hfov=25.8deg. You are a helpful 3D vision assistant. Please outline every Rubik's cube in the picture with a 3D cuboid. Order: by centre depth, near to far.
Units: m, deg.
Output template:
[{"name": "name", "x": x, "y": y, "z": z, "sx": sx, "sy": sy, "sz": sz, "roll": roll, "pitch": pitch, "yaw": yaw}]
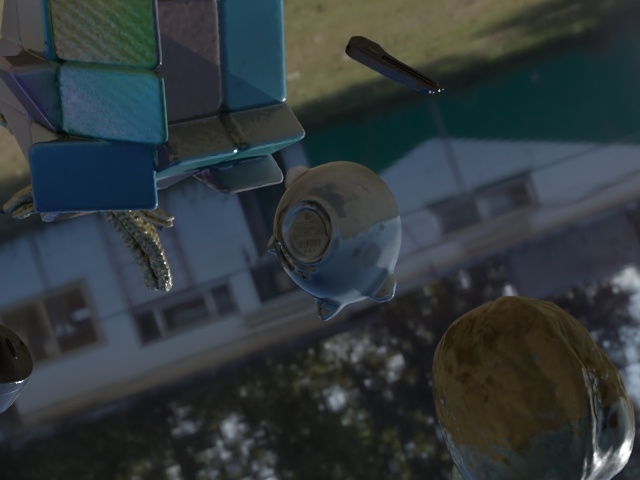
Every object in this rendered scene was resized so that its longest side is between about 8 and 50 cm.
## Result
[{"name": "Rubik's cube", "x": -0.221, "y": -0.214, "z": 1.727, "sx": 0.358, "sy": 0.368, "sz": 0.387, "roll": -16, "pitch": 148, "yaw": -28}]

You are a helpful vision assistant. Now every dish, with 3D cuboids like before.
[{"name": "dish", "x": 0.000, "y": 0.000, "z": 1.945, "sx": 0.236, "sy": 0.227, "sz": 0.086, "roll": 27, "pitch": -165, "yaw": 33}]

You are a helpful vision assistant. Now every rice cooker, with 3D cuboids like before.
[{"name": "rice cooker", "x": -0.427, "y": 0.158, "z": 1.667, "sx": 0.165, "sy": 0.112, "sz": 0.106, "roll": -7, "pitch": 144, "yaw": -39}]

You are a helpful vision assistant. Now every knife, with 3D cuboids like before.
[{"name": "knife", "x": 0.074, "y": -0.175, "z": 1.414, "sx": 0.031, "sy": 0.121, "sz": 0.018, "roll": -27, "pitch": 142, "yaw": -49}]

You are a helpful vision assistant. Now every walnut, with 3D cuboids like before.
[{"name": "walnut", "x": 0.252, "y": 0.194, "z": 1.709, "sx": 0.227, "sy": 0.282, "sz": 0.283, "roll": -6, "pitch": 173, "yaw": -27}]

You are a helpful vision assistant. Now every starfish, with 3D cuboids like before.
[{"name": "starfish", "x": -0.405, "y": -0.088, "z": 2.274, "sx": 0.082, "sy": 0.432, "sz": 0.324, "roll": -55, "pitch": 172, "yaw": -31}]

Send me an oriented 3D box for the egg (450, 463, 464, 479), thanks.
[{"name": "egg", "x": 0.274, "y": 0.360, "z": 2.182, "sx": 0.172, "sy": 0.132, "sz": 0.132, "roll": -43, "pitch": 166, "yaw": 32}]
